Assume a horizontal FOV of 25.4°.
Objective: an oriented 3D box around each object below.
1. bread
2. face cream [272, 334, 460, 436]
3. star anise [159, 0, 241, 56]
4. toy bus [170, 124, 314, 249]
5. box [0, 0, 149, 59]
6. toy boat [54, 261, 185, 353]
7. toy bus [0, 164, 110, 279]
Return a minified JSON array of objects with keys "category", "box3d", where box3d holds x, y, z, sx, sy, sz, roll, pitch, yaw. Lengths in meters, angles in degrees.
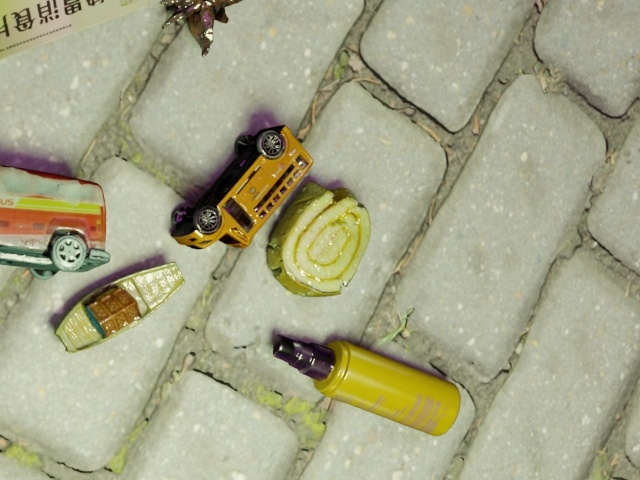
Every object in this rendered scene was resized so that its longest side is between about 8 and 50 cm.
[{"category":"bread","box3d":[0.000,0.000,1.855,0.117,0.064,0.156,39,73,-26]},{"category":"face cream","box3d":[0.056,0.183,1.874,0.273,0.078,0.078,23,80,-24]},{"category":"star anise","box3d":[-0.160,-0.312,1.778,0.129,0.056,0.124,44,73,-20]},{"category":"toy bus","box3d":[-0.099,-0.056,1.794,0.088,0.083,0.194,46,71,-20]},{"category":"box","box3d":[-0.332,-0.317,1.643,0.260,0.062,0.175,-26,136,-24]},{"category":"toy boat","box3d":[-0.245,0.081,1.732,0.172,0.066,0.065,-31,100,-24]},{"category":"toy bus","box3d":[-0.380,-0.026,1.642,0.265,0.121,0.119,8,78,-25]}]
